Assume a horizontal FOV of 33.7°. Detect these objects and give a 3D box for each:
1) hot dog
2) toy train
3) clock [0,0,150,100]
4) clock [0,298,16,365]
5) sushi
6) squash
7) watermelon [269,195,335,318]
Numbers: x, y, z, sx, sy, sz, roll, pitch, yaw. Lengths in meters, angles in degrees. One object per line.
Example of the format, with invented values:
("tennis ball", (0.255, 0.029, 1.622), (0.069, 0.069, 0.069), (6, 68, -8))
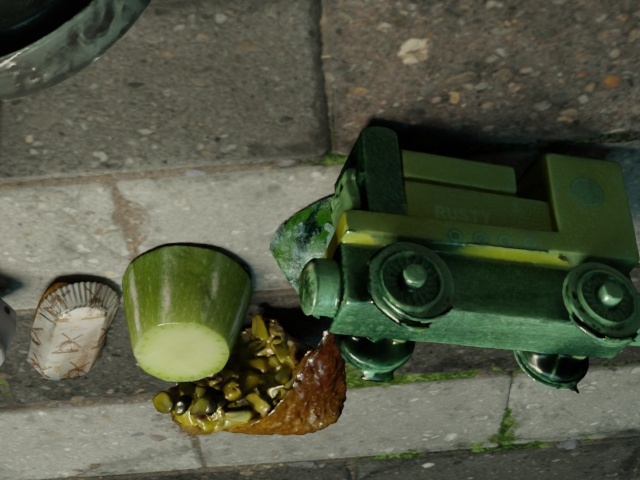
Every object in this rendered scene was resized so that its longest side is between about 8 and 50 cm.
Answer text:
("hot dog", (-0.326, 0.118, 1.376), (0.108, 0.059, 0.191), (-1, 140, -25))
("toy train", (0.169, 0.019, 1.134), (0.397, 0.253, 0.160), (6, 147, -13))
("clock", (-0.227, -0.205, 0.835), (0.226, 0.226, 0.049), (-16, 140, 15))
("clock", (-0.508, 0.074, 1.232), (0.189, 0.189, 0.254), (-26, 124, 25))
("sushi", (-0.093, 0.186, 1.391), (0.296, 0.167, 0.179), (0, 150, 43))
("squash", (-0.167, 0.093, 1.316), (0.170, 0.123, 0.170), (-2, 136, -2))
("watermelon", (-0.003, 0.002, 1.270), (0.101, 0.080, 0.155), (34, 142, 8))
